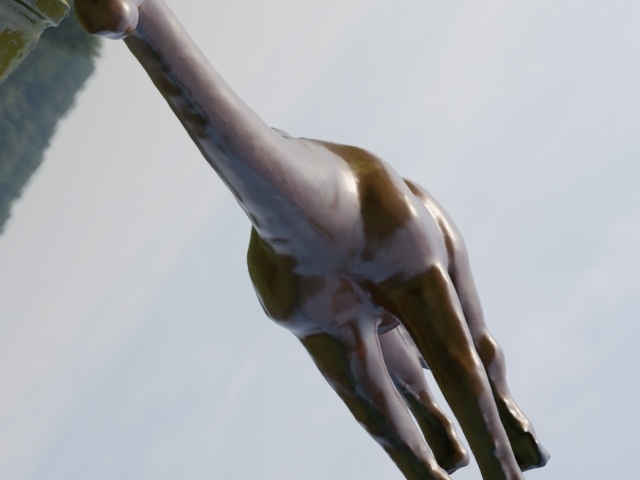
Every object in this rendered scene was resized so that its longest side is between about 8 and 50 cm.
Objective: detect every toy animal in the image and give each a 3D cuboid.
[{"bbox_3d":[0.000,0.000,0.429,0.066,0.230,0.224,-27,-176,11],"label":"toy animal"}]

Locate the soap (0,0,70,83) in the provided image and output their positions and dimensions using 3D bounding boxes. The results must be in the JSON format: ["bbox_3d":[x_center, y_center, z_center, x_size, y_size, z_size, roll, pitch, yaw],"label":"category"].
[{"bbox_3d":[-0.242,-0.150,0.663,0.092,0.252,0.037,-46,-130,8],"label":"soap"}]
